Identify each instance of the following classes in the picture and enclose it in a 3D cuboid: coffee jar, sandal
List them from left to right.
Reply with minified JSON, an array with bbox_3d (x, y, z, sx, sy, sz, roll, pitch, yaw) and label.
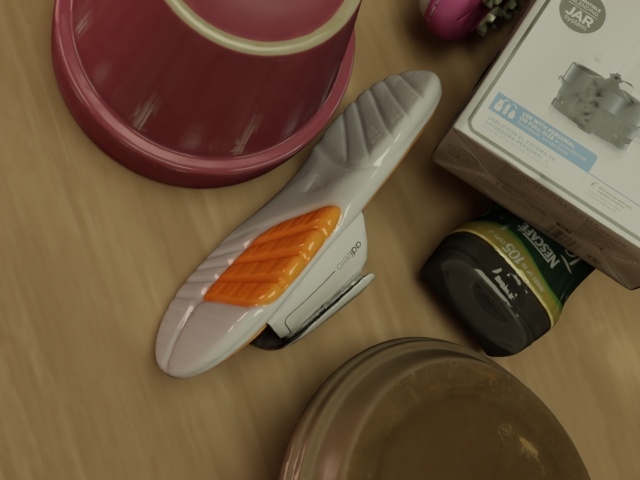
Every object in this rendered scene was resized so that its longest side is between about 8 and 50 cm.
[{"bbox_3d":[0.006,0.001,0.672,0.265,0.102,0.076,-48,119,-13],"label":"sandal"},{"bbox_3d":[0.161,-0.005,0.735,0.184,0.079,0.096,-42,94,-19],"label":"coffee jar"}]

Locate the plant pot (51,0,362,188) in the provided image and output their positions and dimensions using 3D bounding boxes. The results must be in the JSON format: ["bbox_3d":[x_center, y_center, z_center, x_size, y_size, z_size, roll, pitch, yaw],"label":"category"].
[{"bbox_3d":[-0.059,-0.146,0.637,0.201,0.180,0.201,3,80,-18],"label":"plant pot"}]

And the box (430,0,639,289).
[{"bbox_3d":[0.220,-0.134,0.668,0.169,0.087,0.290,35,81,3],"label":"box"}]

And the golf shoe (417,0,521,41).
[{"bbox_3d":[0.147,-0.278,0.774,0.140,0.115,0.306,37,69,8],"label":"golf shoe"}]

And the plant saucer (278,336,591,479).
[{"bbox_3d":[0.093,0.192,0.647,0.277,0.041,0.278,17,62,-34],"label":"plant saucer"}]
